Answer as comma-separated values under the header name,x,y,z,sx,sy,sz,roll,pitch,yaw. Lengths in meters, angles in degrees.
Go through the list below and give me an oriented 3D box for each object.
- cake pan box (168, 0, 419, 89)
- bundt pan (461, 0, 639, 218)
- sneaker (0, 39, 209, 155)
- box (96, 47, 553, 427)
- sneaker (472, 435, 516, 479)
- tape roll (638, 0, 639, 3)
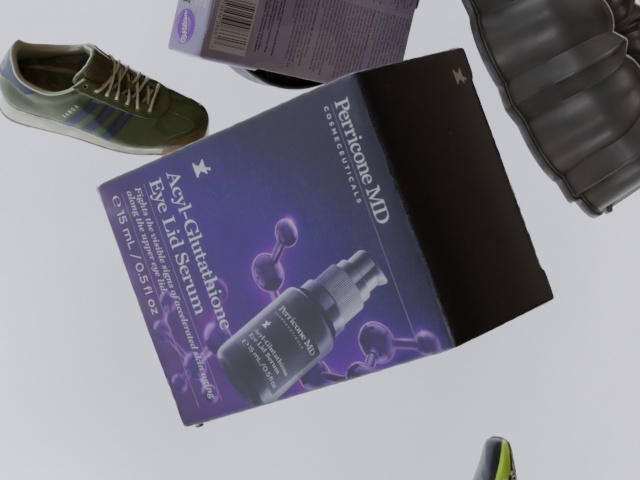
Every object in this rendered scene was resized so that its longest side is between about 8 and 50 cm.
name,x,y,z,sx,sy,sz,roll,pitch,yaw
cake pan box,-0.007,-0.274,1.563,0.245,0.070,0.267,7,-80,-37
bundt pan,0.274,-0.196,1.687,0.331,0.124,0.331,45,-150,-36
sneaker,-0.192,-0.131,1.433,0.086,0.192,0.064,100,180,-56
box,0.000,0.000,0.907,0.108,0.207,0.153,-20,-92,-51
sneaker,0.121,0.336,1.731,0.300,0.121,0.111,-62,-20,-19
tape roll,0.436,-0.231,1.335,0.392,0.072,0.392,8,-125,-12
